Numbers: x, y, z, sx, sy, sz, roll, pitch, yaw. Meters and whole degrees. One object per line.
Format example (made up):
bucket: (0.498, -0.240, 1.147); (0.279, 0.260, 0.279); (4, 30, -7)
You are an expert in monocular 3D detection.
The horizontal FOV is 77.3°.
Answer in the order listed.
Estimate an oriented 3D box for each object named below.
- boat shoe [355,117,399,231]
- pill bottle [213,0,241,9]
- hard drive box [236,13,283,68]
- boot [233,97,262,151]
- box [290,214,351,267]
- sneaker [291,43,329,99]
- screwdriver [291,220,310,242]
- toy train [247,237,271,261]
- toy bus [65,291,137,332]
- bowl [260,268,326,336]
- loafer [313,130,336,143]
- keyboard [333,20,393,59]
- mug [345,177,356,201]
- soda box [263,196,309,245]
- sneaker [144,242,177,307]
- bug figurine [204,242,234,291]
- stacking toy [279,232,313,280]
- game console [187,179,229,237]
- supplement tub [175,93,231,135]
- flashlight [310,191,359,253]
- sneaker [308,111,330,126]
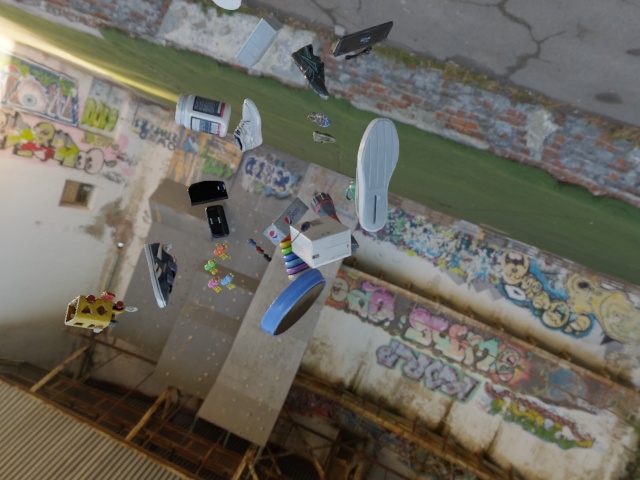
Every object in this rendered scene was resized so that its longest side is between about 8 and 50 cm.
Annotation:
boat shoe: (0.133, -0.175, 1.074); (0.109, 0.302, 0.094); (-2, -159, -20)
pill bottle: (-0.272, -0.867, 1.243); (0.146, 0.264, 0.146); (9, 173, 1)
hard drive box: (-0.302, -0.997, 2.007); (0.089, 0.232, 0.181); (39, -149, -17)
boot: (-0.351, -0.530, 1.883); (0.095, 0.123, 0.258); (40, 154, 29)
box: (0.000, 0.000, 1.581); (0.181, 0.119, 0.182); (-18, -150, -25)
sneaker: (-0.026, -0.742, 1.755); (0.267, 0.106, 0.101); (59, -166, 8)
screwdriver: (-0.055, -0.023, 1.156); (0.025, 0.024, 0.170); (-1, -160, 9)
toy train: (-0.298, 0.046, 1.948); (0.158, 0.027, 0.036); (44, -173, 4)
toy bus: (-0.777, 0.265, 1.405); (0.202, 0.104, 0.191); (-4, 150, -7)
bowl: (-0.120, 0.303, 1.920); (0.077, 0.391, 0.391); (42, -168, 16)
loafer: (0.019, -0.528, 2.074); (0.148, 0.050, 0.056); (7, -150, -37)
keyboard: (0.197, -0.955, 1.939); (0.033, 0.317, 0.201); (60, 159, 8)
mug: (0.193, -0.257, 1.973); (0.097, 0.158, 0.129); (61, 180, -12)
soda box: (-0.166, -0.099, 1.995); (0.091, 0.098, 0.286); (44, -140, -8)
sneaker: (-0.720, 0.146, 1.851); (0.127, 0.321, 0.126); (-12, 157, -20)
bug figurine: (-0.573, 0.161, 2.249); (0.072, 0.216, 0.279); (11, -131, -47)
stacking toy: (-0.164, 0.041, 2.130); (0.141, 0.330, 0.141); (-23, -175, 2)
game console: (-0.623, -0.180, 2.292); (0.213, 0.361, 0.044); (-13, 164, -15)
supplement tub: (-0.648, -0.699, 2.231); (0.272, 0.191, 0.191); (11, -172, -13)
flashlight: (0.063, -0.078, 1.792); (0.103, 0.103, 0.304); (-11, -125, -31)
sneaker: (0.007, -0.537, 1.776); (0.058, 0.052, 0.135); (1, -151, -46)
